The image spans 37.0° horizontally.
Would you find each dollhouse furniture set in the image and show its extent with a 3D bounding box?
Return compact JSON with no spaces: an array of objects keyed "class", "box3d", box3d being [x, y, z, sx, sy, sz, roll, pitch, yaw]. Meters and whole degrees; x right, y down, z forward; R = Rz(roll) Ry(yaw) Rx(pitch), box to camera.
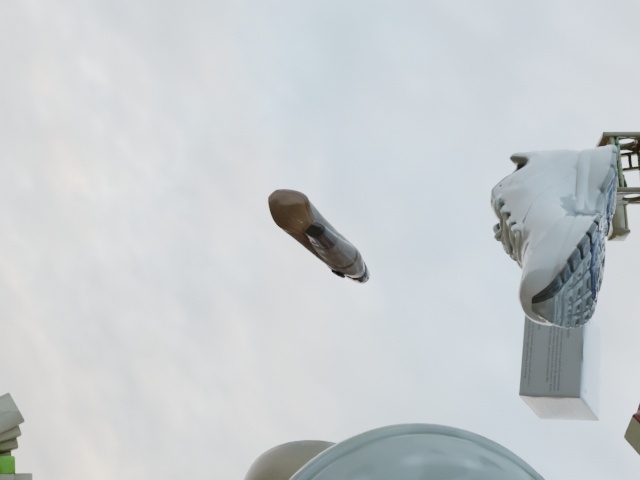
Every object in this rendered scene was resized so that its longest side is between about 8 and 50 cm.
[{"class":"dollhouse furniture set","box3d":[0.524,-0.070,1.639,0.161,0.101,0.182,84,7,-70]}]

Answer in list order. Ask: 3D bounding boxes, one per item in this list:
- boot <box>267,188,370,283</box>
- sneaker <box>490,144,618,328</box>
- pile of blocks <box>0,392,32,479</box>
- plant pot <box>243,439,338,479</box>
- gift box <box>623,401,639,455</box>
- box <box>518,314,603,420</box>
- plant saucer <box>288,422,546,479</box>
[{"class":"boot","box3d":[0.000,0.000,0.962,0.087,0.042,0.118,47,-2,-42]},{"class":"sneaker","box3d":[0.232,-0.008,0.988,0.129,0.297,0.111,6,-60,18]},{"class":"pile of blocks","box3d":[-0.451,0.214,1.125,0.112,0.149,0.362,-40,-105,48]},{"class":"plant pot","box3d":[-0.003,0.424,1.210,0.284,0.191,0.284,10,-57,16]},{"class":"gift box","box3d":[0.548,0.215,1.170,0.276,0.255,0.258,-121,-149,-48]},{"class":"box","box3d":[0.461,0.235,1.819,0.119,0.181,0.182,-2,-25,27]},{"class":"plant saucer","box3d":[0.115,0.376,0.919,0.400,0.400,0.100,58,-21,3]}]
